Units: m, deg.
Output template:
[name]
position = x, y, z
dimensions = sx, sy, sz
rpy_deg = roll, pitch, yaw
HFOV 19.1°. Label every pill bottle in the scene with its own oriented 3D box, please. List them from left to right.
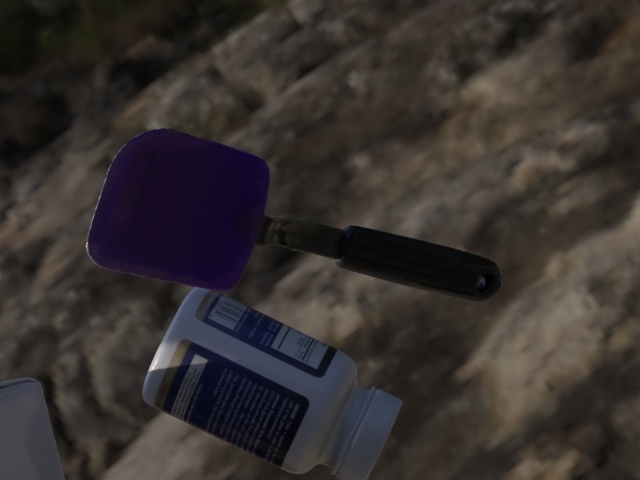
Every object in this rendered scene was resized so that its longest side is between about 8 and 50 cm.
[pill bottle]
position = -0.032, 0.108, 1.346
dimensions = 0.094, 0.169, 0.094
rpy_deg = -64, -3, -6

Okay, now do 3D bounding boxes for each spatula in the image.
[spatula]
position = 0.000, 0.000, 1.118
dimensions = 0.030, 0.296, 0.084
rpy_deg = 23, 98, 49

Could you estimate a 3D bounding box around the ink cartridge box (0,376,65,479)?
[ink cartridge box]
position = -0.346, 0.272, 1.331
dimensions = 0.395, 0.285, 0.166
rpy_deg = -14, 1, 38
